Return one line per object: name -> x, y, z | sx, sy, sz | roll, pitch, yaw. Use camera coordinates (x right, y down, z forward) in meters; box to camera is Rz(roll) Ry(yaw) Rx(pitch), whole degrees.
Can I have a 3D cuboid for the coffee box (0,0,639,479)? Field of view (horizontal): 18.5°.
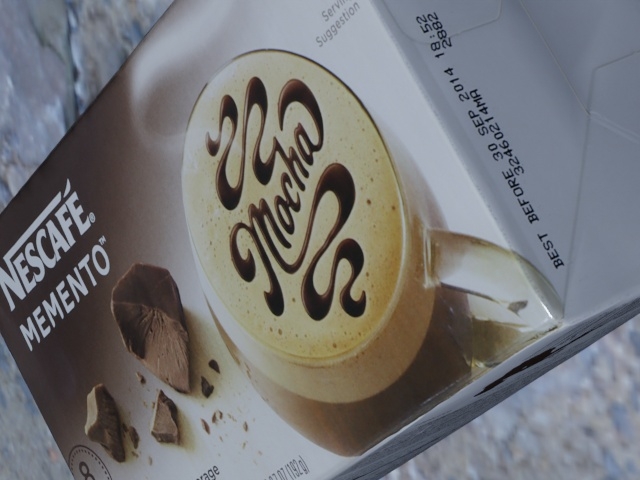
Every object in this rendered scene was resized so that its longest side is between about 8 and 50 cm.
coffee box -> 0.000, 0.000, 0.723 | 0.297, 0.119, 0.168 | -40, 75, 51
